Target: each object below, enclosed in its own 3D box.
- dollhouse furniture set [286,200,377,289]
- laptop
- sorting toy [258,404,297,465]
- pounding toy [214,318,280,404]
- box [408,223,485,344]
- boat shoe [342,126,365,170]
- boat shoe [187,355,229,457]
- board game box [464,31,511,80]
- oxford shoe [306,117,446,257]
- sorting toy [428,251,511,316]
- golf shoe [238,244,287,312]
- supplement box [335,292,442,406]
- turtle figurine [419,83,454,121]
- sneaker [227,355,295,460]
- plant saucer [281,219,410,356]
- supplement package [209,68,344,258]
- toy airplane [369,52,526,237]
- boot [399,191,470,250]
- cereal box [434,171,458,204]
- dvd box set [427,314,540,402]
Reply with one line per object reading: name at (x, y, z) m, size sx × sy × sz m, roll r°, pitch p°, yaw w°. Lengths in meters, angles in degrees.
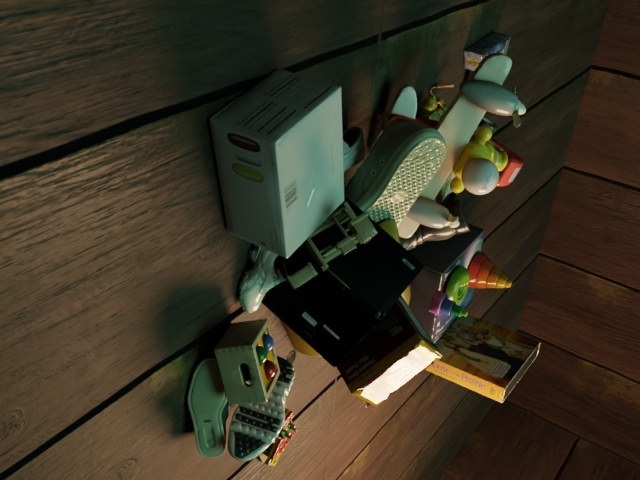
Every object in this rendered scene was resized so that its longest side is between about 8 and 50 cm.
dollhouse furniture set at (0.000, 0.000, 1.451) m, size 0.181 × 0.101 × 0.161 m, roll -32°, pitch 176°, yaw -8°
laptop at (0.039, 0.088, 1.599) m, size 0.264 × 0.234 × 0.136 m, roll -51°, pitch 176°, yaw 27°
sorting toy at (-0.111, 0.499, 1.914) m, size 0.132 × 0.046 × 0.275 m, roll -50°, pitch 149°, yaw -28°
pounding toy at (-0.129, 0.258, 1.565) m, size 0.206 × 0.094 × 0.181 m, roll -61°, pitch 141°, yaw -70°
box at (0.352, 0.120, 2.310) m, size 0.296 × 0.182 × 0.294 m, roll -39°, pitch 140°, yaw -43°
boat shoe at (0.028, -0.187, 1.607) m, size 0.227 × 0.079 × 0.081 m, roll -42°, pitch 138°, yaw -50°
boat shoe at (-0.231, 0.337, 1.561) m, size 0.079 × 0.084 × 0.233 m, roll -94°, pitch -174°, yaw -67°
board game box at (0.467, -0.499, 2.163) m, size 0.194 × 0.060 × 0.194 m, roll -23°, pitch 130°, yaw -52°
oxford shoe at (0.108, -0.092, 1.686) m, size 0.169 × 0.130 × 0.449 m, roll 13°, pitch 124°, yaw -41°
sorting toy at (0.451, 0.146, 2.173) m, size 0.365 × 0.126 × 0.127 m, roll -26°, pitch 132°, yaw -51°
golf shoe at (-0.113, 0.079, 1.539) m, size 0.069 × 0.086 × 0.176 m, roll -17°, pitch 127°, yaw -59°
supplement box at (0.125, 0.222, 1.652) m, size 0.191 × 0.194 × 0.129 m, roll -39°, pitch 144°, yaw 9°
turtle figurine at (0.287, -0.294, 1.966) m, size 0.269 × 0.087 × 0.217 m, roll -39°, pitch 142°, yaw -42°
sneaker at (-0.135, 0.388, 1.661) m, size 0.292 × 0.110 × 0.118 m, roll -63°, pitch 177°, yaw -57°
plant saucer at (0.069, 0.141, 1.751) m, size 0.332 × 0.081 × 0.333 m, roll -28°, pitch 145°, yaw -5°
supplement package at (-0.071, -0.142, 1.374) m, size 0.204 × 0.145 × 0.262 m, roll -46°, pitch 146°, yaw -37°
toy airplane at (0.317, -0.211, 1.785) m, size 0.384 × 0.272 × 0.386 m, roll -27°, pitch 134°, yaw -6°
boot at (0.294, -0.046, 2.094) m, size 0.338 × 0.222 × 0.118 m, roll -13°, pitch 82°, yaw -79°
cereal box at (0.363, -0.170, 2.244) m, size 0.240 × 0.047 × 0.173 m, roll 2°, pitch 110°, yaw -62°
dvd box set at (0.446, 0.335, 2.381) m, size 0.307 × 0.420 × 0.062 m, roll -31°, pitch 133°, yaw -48°
